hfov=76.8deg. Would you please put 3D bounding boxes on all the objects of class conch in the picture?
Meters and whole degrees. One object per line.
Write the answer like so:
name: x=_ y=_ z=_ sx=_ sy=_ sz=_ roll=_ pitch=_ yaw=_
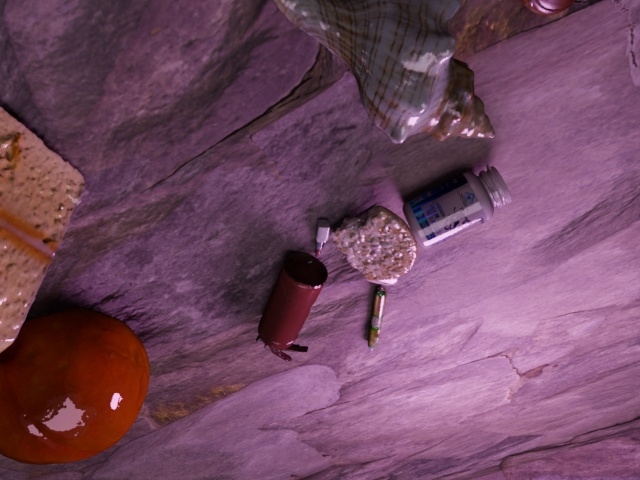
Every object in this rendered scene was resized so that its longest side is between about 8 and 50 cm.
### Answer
conch: x=0.124 y=-0.262 z=0.591 sx=0.386 sy=0.169 sz=0.203 roll=29 pitch=97 yaw=-30

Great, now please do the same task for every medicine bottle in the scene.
medicine bottle: x=0.271 y=-0.068 z=0.810 sx=0.191 sy=0.107 sz=0.107 roll=-27 pitch=129 yaw=17

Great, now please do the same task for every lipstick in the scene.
lipstick: x=0.000 y=0.000 z=0.894 sx=0.025 sy=0.025 sz=0.107 roll=2 pitch=136 yaw=-9

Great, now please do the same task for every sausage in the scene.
sausage: x=0.152 y=0.216 z=1.095 sx=0.032 sy=0.033 sz=0.269 roll=-3 pitch=131 yaw=-4

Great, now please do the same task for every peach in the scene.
peach: x=-0.577 y=0.318 z=0.909 sx=0.342 sy=0.343 sz=0.302 roll=-17 pitch=144 yaw=8

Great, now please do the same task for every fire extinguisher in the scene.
fire extinguisher: x=-0.067 y=0.189 z=0.993 sx=0.147 sy=0.107 sz=0.337 roll=19 pitch=128 yaw=-7

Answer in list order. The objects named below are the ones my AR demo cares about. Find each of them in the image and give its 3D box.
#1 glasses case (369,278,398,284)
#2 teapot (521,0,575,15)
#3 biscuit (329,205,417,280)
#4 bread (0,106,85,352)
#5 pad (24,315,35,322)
glasses case: x=0.151 y=0.092 z=0.993 sx=0.083 sy=0.021 sz=0.032 roll=13 pitch=131 yaw=-17
teapot: x=0.327 y=-0.379 z=0.561 sx=0.098 sy=0.078 sz=0.129 roll=-30 pitch=128 yaw=18
biscuit: x=0.111 y=0.011 z=0.861 sx=0.188 sy=0.040 sz=0.265 roll=22 pitch=149 yaw=9
bread: x=-0.613 y=0.041 z=0.674 sx=0.404 sy=0.346 sz=0.242 roll=-25 pitch=137 yaw=24
pad: x=-0.734 y=0.247 z=1.039 sx=0.242 sy=0.004 sz=0.164 roll=22 pitch=125 yaw=-23
